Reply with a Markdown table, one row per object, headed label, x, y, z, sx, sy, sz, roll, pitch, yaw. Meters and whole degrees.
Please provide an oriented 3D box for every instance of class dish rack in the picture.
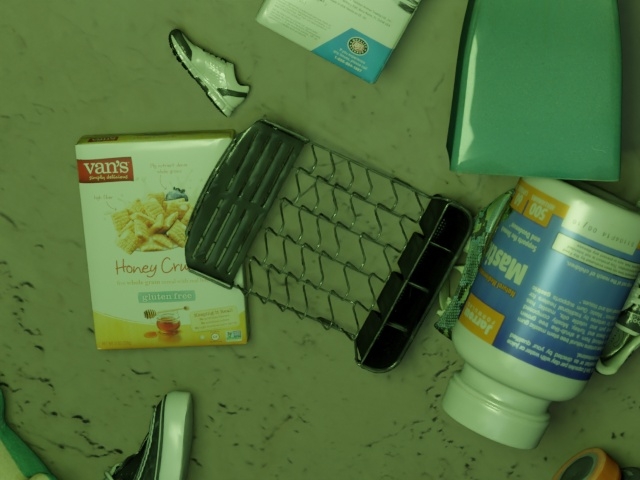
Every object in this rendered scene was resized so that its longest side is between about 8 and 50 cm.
| label | x | y | z | sx | sy | sz | roll | pitch | yaw |
| --- | --- | --- | --- | --- | --- | --- | --- | --- | --- |
| dish rack | 0.000 | 0.000 | 1.594 | 0.271 | 0.074 | 0.208 | 24 | 102 | -17 |

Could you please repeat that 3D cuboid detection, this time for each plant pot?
| label | x | y | z | sx | sy | sz | roll | pitch | yaw |
| --- | --- | --- | --- | --- | --- | --- | --- | --- | --- |
| plant pot | 0.219 | -0.192 | 1.497 | 0.166 | 0.165 | 0.234 | 4 | 103 | 3 |

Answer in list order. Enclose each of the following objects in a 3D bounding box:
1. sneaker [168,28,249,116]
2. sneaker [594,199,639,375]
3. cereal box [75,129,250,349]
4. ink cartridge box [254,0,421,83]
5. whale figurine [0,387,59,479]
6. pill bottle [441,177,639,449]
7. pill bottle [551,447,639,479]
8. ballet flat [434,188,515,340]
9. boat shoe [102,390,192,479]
| label | x | y | z | sx | sy | sz | roll | pitch | yaw |
| --- | --- | --- | --- | --- | --- | --- | --- | --- | --- |
| sneaker | -0.119 | -0.184 | 1.587 | 0.044 | 0.040 | 0.109 | -41 | 106 | -1 |
| sneaker | 0.353 | 0.039 | 1.598 | 0.090 | 0.095 | 0.235 | 25 | 107 | -3 |
| cereal box | -0.171 | 0.000 | 1.643 | 0.173 | 0.047 | 0.240 | -3 | 108 | 3 |
| ink cartridge box | 0.040 | -0.278 | 1.517 | 0.140 | 0.082 | 0.190 | 28 | 107 | -6 |
| whale figurine | -0.358 | 0.291 | 1.722 | 0.216 | 0.141 | 0.272 | -19 | 84 | 40 |
| pill bottle | 0.228 | 0.072 | 1.548 | 0.152 | 0.152 | 0.272 | 23 | 99 | -4 |
| pill bottle | 0.363 | 0.345 | 1.681 | 0.130 | 0.130 | 0.245 | -41 | 101 | 15 |
| ballet flat | 0.165 | 0.026 | 1.626 | 0.070 | 0.070 | 0.188 | 15 | 105 | -1 |
| boat shoe | -0.214 | 0.302 | 1.724 | 0.102 | 0.108 | 0.301 | 13 | 116 | -2 |
